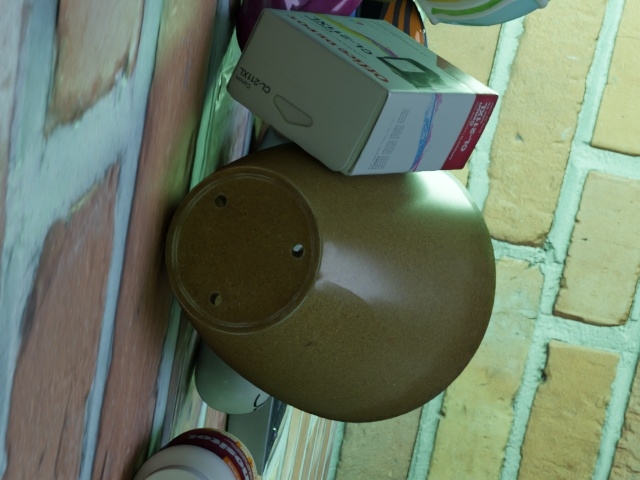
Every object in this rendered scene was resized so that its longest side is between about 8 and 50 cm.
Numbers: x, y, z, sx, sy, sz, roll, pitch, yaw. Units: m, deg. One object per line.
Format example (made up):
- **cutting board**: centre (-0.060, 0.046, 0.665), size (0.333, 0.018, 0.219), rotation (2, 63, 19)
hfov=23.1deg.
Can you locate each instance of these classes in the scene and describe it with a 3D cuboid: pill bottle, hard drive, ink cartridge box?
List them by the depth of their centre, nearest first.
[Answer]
- **ink cartridge box**: centre (0.035, -0.111, 1.183), size (0.175, 0.127, 0.072), rotation (-7, 129, -58)
- **pill bottle**: centre (-0.100, 0.196, 1.216), size (0.152, 0.086, 0.086), rotation (-19, 121, -85)
- **hard drive**: centre (-0.053, 0.108, 1.708), size (0.172, 0.054, 0.255), rotation (-69, 170, -61)

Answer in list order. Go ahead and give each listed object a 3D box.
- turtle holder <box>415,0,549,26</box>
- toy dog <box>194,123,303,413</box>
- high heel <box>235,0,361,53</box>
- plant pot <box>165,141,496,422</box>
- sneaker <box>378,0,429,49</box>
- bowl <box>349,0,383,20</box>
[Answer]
- **turtle holder**: centre (0.207, -0.369, 1.947), size (0.243, 0.227, 0.320), rotation (54, 7, -25)
- **toy dog**: centre (0.000, 0.000, 1.435), size (0.220, 0.161, 0.334), rotation (26, 76, -85)
- **high heel**: centre (0.017, -0.203, 1.282), size (0.244, 0.082, 0.117), rotation (-36, 133, -53)
- **plant pot**: centre (-0.010, 0.018, 1.190), size (0.254, 0.237, 0.237), rotation (20, 81, -69)
- **sneaker**: centre (0.060, -0.155, 1.952), size (0.180, 0.124, 0.321), rotation (-45, 147, -83)
- **bowl**: centre (0.037, -0.346, 1.517), size (0.391, 0.077, 0.391), rotation (12, 90, -85)
